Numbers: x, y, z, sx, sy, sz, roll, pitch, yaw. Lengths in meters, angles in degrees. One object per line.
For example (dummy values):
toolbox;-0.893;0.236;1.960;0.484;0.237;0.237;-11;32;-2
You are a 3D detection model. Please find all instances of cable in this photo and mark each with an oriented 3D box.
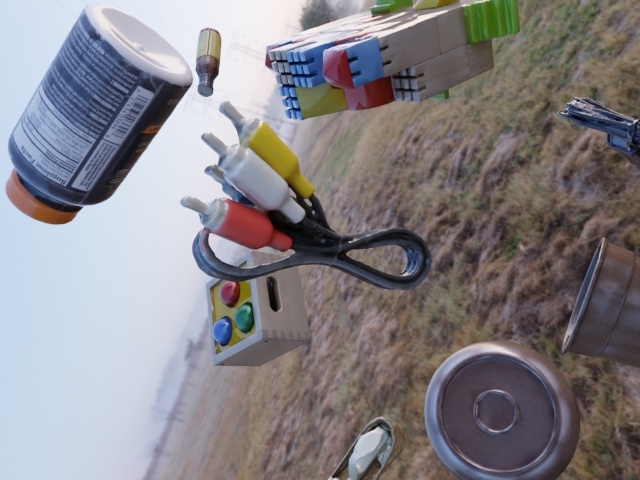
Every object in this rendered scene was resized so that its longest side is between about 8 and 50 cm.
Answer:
cable;0.000;0.000;0.516;0.072;0.287;0.139;-14;53;58

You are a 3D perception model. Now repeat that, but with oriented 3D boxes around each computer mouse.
computer mouse;0.377;-0.085;0.549;0.184;0.262;0.060;45;114;49

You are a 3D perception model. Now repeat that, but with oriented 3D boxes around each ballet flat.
ballet flat;0.040;0.323;0.751;0.206;0.073;0.067;-50;-41;-27

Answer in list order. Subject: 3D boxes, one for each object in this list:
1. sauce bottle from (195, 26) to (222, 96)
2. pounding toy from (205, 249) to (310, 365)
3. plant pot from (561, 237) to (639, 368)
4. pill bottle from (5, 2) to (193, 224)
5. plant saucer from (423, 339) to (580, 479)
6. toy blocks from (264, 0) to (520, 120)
sauce bottle;-0.186;-0.292;0.908;0.042;0.042;0.128;119;155;-58
pounding toy;-0.126;0.092;0.820;0.206;0.094;0.181;-34;56;41
plant pot;0.427;0.100;0.722;0.167;0.165;0.167;-47;-33;-42
pill bottle;-0.264;-0.130;0.631;0.246;0.130;0.130;-46;17;22
plant saucer;0.362;0.354;1.132;0.050;0.310;0.311;44;-122;-58
toy blocks;0.050;-0.262;0.811;0.381;0.261;0.191;26;138;54
